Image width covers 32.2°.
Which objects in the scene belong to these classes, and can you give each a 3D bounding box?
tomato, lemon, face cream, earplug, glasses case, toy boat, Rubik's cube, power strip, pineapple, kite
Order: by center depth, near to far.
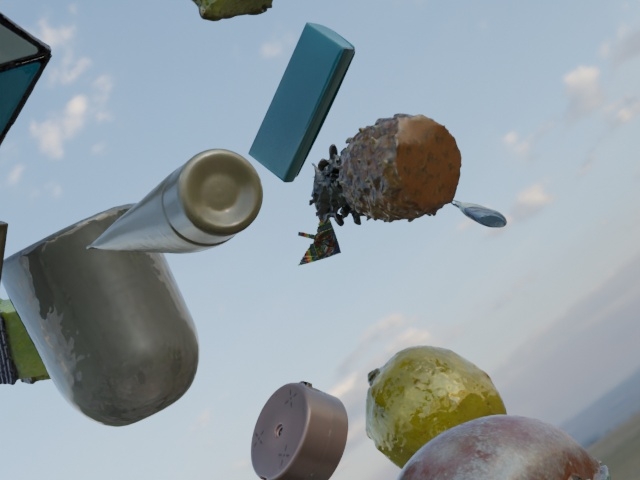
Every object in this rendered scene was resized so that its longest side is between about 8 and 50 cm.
[{"bbox_3d":[-0.150,-0.019,1.161,0.137,0.084,0.341,-3,-8,-21],"label":"face cream"},{"bbox_3d":[0.233,0.375,1.392,0.316,0.317,0.282,-20,-3,-46],"label":"tomato"},{"bbox_3d":[-0.030,0.284,1.610,0.078,0.154,0.154,25,-53,-27],"label":"power strip"},{"bbox_3d":[0.072,-0.094,1.614,0.157,0.158,0.278,-26,9,-33],"label":"pineapple"},{"bbox_3d":[-0.627,-0.287,1.790,0.248,0.246,0.250,32,-95,-46],"label":"Rubik's cube"},{"bbox_3d":[0.000,0.000,2.009,0.004,0.090,0.122,-18,50,67],"label":"kite"},{"bbox_3d":[0.292,-0.063,2.137,0.105,0.149,0.034,11,-72,-46],"label":"toy boat"},{"bbox_3d":[0.223,0.339,2.146,0.260,0.284,0.260,-28,-25,-14],"label":"lemon"},{"bbox_3d":[-0.406,0.159,2.169,0.312,0.394,0.312,-27,0,0],"label":"earplug"},{"bbox_3d":[-0.032,-0.271,2.207,0.070,0.117,0.301,-3,-53,-53],"label":"glasses case"}]

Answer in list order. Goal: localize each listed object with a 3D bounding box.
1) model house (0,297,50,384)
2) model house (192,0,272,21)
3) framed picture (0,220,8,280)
[{"bbox_3d":[-0.680,0.220,2.483,0.211,0.194,0.170,-9,17,-17],"label":"model house"},{"bbox_3d":[-0.114,-0.477,1.674,0.174,0.193,0.234,-25,-10,-42],"label":"model house"},{"bbox_3d":[-0.658,0.091,1.858,0.315,0.024,0.232,-13,-62,-57],"label":"framed picture"}]
